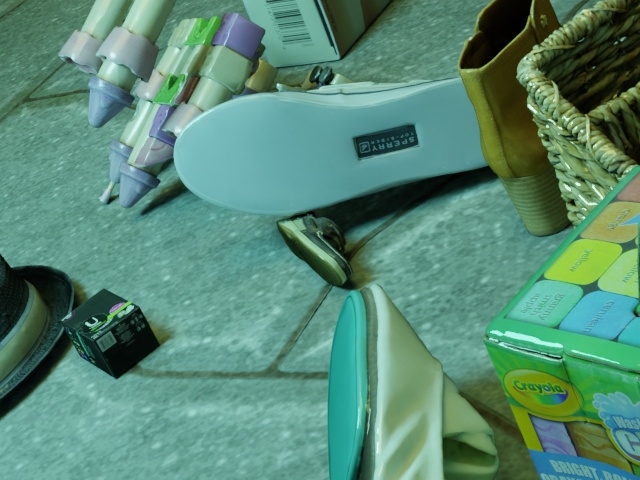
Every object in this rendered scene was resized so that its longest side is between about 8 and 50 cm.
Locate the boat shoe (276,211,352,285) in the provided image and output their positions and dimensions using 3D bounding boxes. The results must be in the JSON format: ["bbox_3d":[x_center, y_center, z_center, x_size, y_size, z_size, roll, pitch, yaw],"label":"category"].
[{"bbox_3d":[0.000,0.000,1.309,0.049,0.056,0.152,-35,30,-8],"label":"boat shoe"}]

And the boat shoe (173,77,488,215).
[{"bbox_3d":[0.029,-0.117,1.390,0.367,0.136,0.156,-11,8,4],"label":"boat shoe"}]

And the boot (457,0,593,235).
[{"bbox_3d":[0.238,-0.167,1.242,0.104,0.211,0.295,1,37,37],"label":"boot"}]

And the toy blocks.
[{"bbox_3d":[-0.167,-0.144,1.570,0.260,0.309,0.288,-64,23,-3],"label":"toy blocks"}]

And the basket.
[{"bbox_3d":[0.349,-0.108,1.046,0.299,0.223,0.213,-32,29,-15],"label":"basket"}]

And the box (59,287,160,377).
[{"bbox_3d":[-0.219,0.095,1.324,0.062,0.052,0.083,-36,30,-23],"label":"box"}]

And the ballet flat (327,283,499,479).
[{"bbox_3d":[0.067,0.188,0.893,0.139,0.139,0.400,-17,33,14],"label":"ballet flat"}]

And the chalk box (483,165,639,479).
[{"bbox_3d":[0.231,0.075,0.758,0.180,0.289,0.179,-41,32,-28],"label":"chalk box"}]

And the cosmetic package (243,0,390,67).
[{"bbox_3d":[0.020,-0.392,1.856,0.129,0.153,0.296,-1,38,34],"label":"cosmetic package"}]

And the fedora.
[{"bbox_3d":[-0.439,0.088,1.401,0.334,0.152,0.334,-19,29,11],"label":"fedora"}]
